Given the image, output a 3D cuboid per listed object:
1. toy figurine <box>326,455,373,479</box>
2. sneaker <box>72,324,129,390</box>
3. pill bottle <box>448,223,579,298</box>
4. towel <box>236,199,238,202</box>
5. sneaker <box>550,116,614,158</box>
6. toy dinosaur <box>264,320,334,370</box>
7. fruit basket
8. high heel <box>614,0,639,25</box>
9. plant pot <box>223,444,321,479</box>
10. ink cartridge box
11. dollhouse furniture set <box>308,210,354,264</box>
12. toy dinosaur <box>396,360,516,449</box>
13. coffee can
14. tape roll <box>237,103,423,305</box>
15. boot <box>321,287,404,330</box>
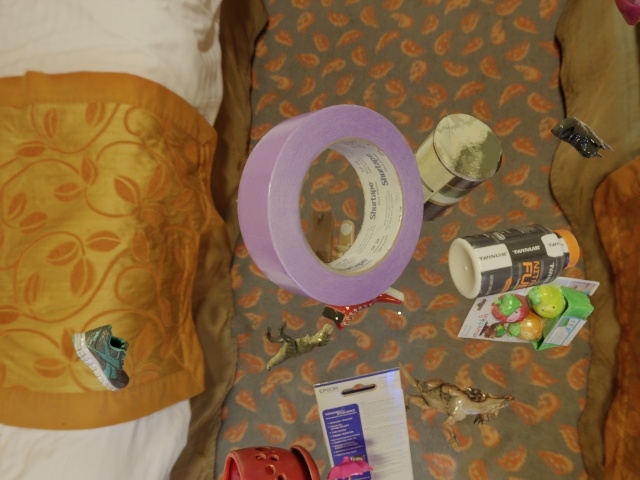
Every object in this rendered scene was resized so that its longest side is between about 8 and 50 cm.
[{"bbox_3d":[0.056,0.463,0.761,0.173,0.130,0.159,19,89,29],"label":"toy figurine"},{"bbox_3d":[-0.403,0.227,0.862,0.076,0.166,0.065,-26,42,-14],"label":"sneaker"},{"bbox_3d":[0.407,0.037,0.932,0.245,0.130,0.130,-10,79,-10],"label":"pill bottle"},{"bbox_3d":[-0.302,-0.145,1.740,0.060,0.083,0.009,23,91,-7],"label":"towel"},{"bbox_3d":[0.582,-0.222,0.985,0.051,0.170,0.089,-47,62,42],"label":"sneaker"},{"bbox_3d":[-0.091,0.281,1.220,0.268,0.064,0.118,-33,105,28],"label":"toy dinosaur"},{"bbox_3d":[0.670,0.238,1.452,0.353,0.327,0.165,4,39,-9],"label":"fruit basket"},{"bbox_3d":[0.526,-0.502,0.770,0.082,0.117,0.244,-15,72,15],"label":"high heel"},{"bbox_3d":[-0.099,0.525,0.929,0.174,0.191,0.191,0,79,-27],"label":"plant pot"},{"bbox_3d":[0.097,0.414,0.957,0.175,0.069,0.371,-11,117,-2],"label":"ink cartridge box"},{"bbox_3d":[0.000,0.000,0.845,0.144,0.151,0.123,4,90,31],"label":"dollhouse furniture set"},{"bbox_3d":[0.344,0.423,1.202,0.295,0.200,0.127,23,107,37],"label":"toy dinosaur"},{"bbox_3d":[0.351,-0.200,1.281,0.201,0.275,0.202,6,68,-15],"label":"coffee can"},{"bbox_3d":[0.024,-0.049,0.643,0.090,0.274,0.275,8,80,54],"label":"tape roll"},{"bbox_3d":[0.134,0.215,1.414,0.244,0.088,0.176,12,75,10],"label":"boot"}]
